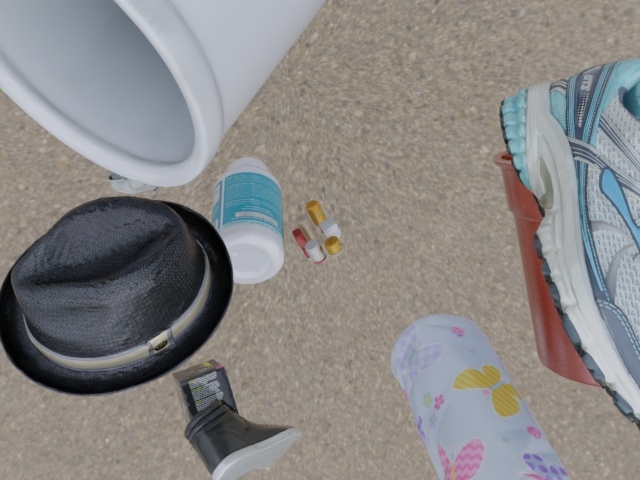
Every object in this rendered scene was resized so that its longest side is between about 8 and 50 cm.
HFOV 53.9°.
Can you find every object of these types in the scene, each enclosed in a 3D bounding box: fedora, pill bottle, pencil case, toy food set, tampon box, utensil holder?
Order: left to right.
[{"bbox_3d":[-0.288,0.041,0.859,0.333,0.334,0.153,1,148,-3],"label":"fedora"},{"bbox_3d":[-0.156,-0.308,0.695,0.327,0.327,0.386,39,63,-11],"label":"utensil holder"},{"bbox_3d":[-0.243,0.354,1.361,0.101,0.120,0.161,-18,96,-21],"label":"tampon box"},{"bbox_3d":[-0.149,-0.052,1.285,0.146,0.264,0.146,-3,137,-2],"label":"pill bottle"},{"bbox_3d":[0.000,0.000,1.672,0.111,0.232,0.105,-31,126,-2],"label":"toy food set"},{"bbox_3d":[0.154,0.194,0.638,0.113,0.273,0.124,8,117,-15],"label":"pencil case"}]

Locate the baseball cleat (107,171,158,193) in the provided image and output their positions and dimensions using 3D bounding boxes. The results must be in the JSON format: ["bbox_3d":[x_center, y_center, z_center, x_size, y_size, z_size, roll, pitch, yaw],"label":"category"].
[{"bbox_3d":[-0.373,-0.147,1.124,0.205,0.072,0.109,28,109,-28],"label":"baseball cleat"}]

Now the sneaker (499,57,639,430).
[{"bbox_3d":[0.204,-0.012,0.402,0.122,0.283,0.110,-25,144,27],"label":"sneaker"}]

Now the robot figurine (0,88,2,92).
[{"bbox_3d":[-0.766,-0.381,1.447,0.067,0.101,0.115,30,117,31],"label":"robot figurine"}]

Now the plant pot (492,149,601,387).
[{"bbox_3d":[0.356,0.015,0.754,0.272,0.272,0.265,-8,102,-1],"label":"plant pot"}]

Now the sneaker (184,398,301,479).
[{"bbox_3d":[-0.151,0.377,1.253,0.147,0.295,0.105,43,104,24],"label":"sneaker"}]
